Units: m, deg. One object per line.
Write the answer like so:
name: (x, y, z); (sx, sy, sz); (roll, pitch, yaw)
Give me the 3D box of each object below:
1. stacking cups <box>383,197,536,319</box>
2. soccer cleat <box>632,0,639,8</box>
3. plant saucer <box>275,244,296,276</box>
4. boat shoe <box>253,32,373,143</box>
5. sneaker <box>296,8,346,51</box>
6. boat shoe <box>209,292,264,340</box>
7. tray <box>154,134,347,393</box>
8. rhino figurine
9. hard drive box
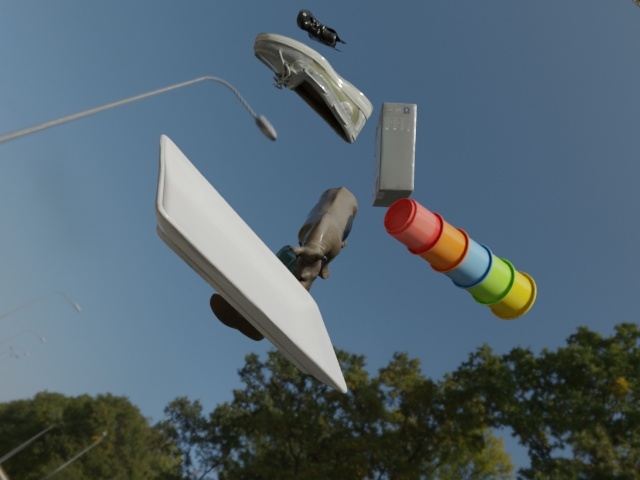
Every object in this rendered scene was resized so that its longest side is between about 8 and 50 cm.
stacking cups: (0.226, 0.035, 0.847); (0.316, 0.096, 0.096); (28, -25, -29)
soccer cleat: (0.407, -0.319, 0.614); (0.143, 0.331, 0.116); (16, -45, 31)
plant saucer: (-0.058, 0.067, 0.834); (0.021, 0.119, 0.119); (15, -51, 18)
boat shoe: (-0.021, -0.347, 1.162); (0.320, 0.103, 0.118); (32, -9, -29)
sneaker: (0.005, -0.558, 1.368); (0.089, 0.170, 0.051); (27, -83, 17)
boat shoe: (-0.151, 0.143, 0.969); (0.135, 0.045, 0.050); (34, -73, 18)
tray: (-0.067, 0.033, 0.481); (0.270, 0.030, 0.145); (51, 8, -35)
rhino figurine: (0.000, 0.000, 0.777); (0.073, 0.243, 0.106); (21, -53, 6)
hard drive box: (0.193, -0.220, 1.359); (0.181, 0.089, 0.232); (90, 3, -79)
